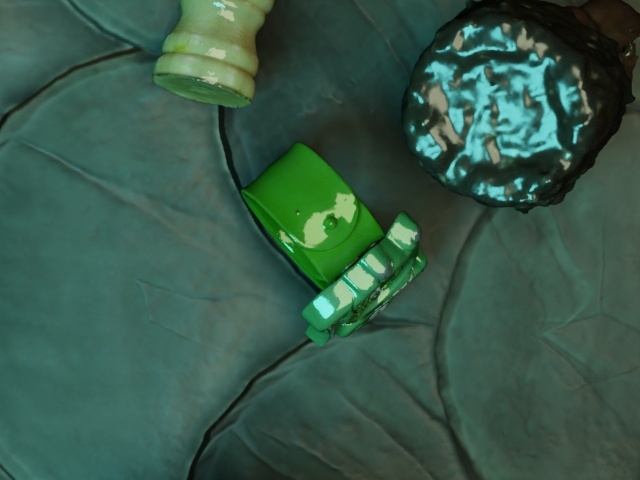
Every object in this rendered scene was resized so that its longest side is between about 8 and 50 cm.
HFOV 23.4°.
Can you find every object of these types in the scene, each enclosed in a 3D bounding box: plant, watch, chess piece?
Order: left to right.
[{"bbox_3d":[-0.077,-0.220,1.326,0.090,0.090,0.200,17,81,-15],"label":"chess piece"},{"bbox_3d":[0.000,0.000,1.348,0.131,0.165,0.152,-44,80,-4],"label":"watch"},{"bbox_3d":[0.170,-0.124,1.333,0.178,0.234,0.204,32,111,5],"label":"plant"}]
